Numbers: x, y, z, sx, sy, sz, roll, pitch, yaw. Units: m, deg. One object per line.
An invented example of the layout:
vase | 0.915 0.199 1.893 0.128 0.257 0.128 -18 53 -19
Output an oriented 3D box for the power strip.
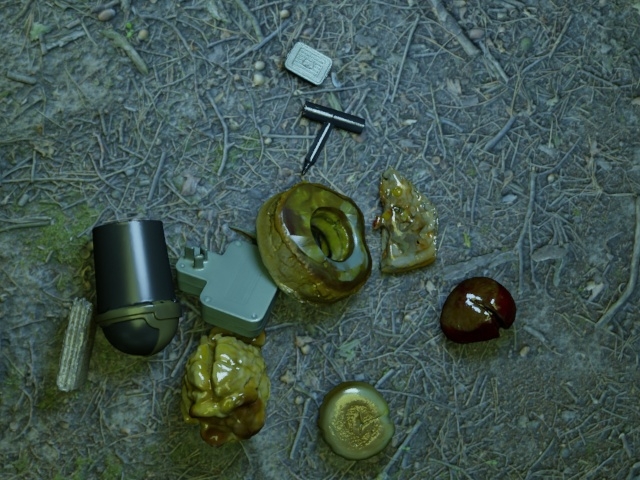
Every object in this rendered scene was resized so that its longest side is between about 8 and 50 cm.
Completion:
power strip | -0.233 0.090 1.781 0.261 0.141 0.229 19 51 7

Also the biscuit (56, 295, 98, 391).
biscuit | -0.611 0.259 1.783 0.062 0.108 0.238 10 88 -6

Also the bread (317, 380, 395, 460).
bread | 0.091 0.477 1.874 0.214 0.105 0.213 0 92 -7

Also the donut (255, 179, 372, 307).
donut | 0.000 0.000 1.805 0.330 0.160 0.329 19 59 -35

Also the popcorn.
popcorn | -0.236 0.343 1.768 0.225 0.265 0.332 6 63 17

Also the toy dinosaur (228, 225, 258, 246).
toy dinosaur | -0.152 0.013 1.876 0.188 0.044 0.106 0 112 15

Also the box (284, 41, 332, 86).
box | -0.035 -0.468 1.895 0.122 0.069 0.084 29 87 -6

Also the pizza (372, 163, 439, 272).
pizza | 0.232 -0.061 1.921 0.189 0.071 0.296 -3 89 -7

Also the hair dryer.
hair dryer | 0.017 -0.261 1.913 0.173 0.050 0.194 15 91 -6

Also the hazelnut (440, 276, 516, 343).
hazelnut | 0.418 0.196 1.903 0.204 0.178 0.178 -42 94 -1

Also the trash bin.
trash bin | -0.460 0.125 1.757 0.214 0.214 0.333 -8 87 -8

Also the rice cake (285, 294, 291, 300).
rice cake | -0.087 0.073 1.894 0.042 0.030 0.180 -10 91 10
